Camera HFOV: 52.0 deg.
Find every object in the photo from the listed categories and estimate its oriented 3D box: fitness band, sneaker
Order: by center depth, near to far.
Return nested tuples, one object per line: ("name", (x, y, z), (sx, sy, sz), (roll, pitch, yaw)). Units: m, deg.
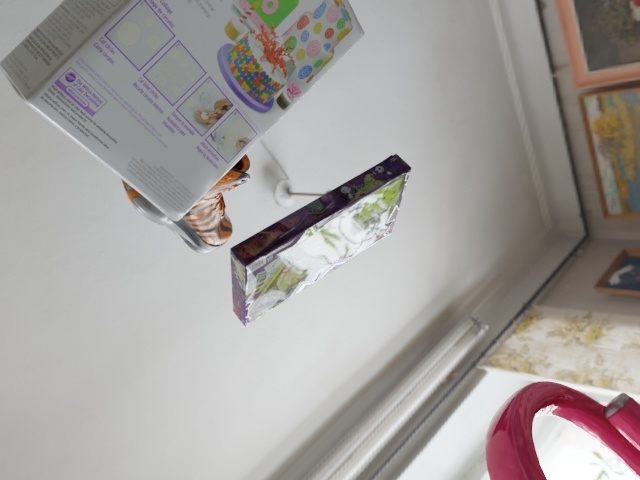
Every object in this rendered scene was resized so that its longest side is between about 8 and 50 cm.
("fitness band", (0.269, 0.239, 0.547), (0.209, 0.291, 0.054), (-21, -30, -47))
("sneaker", (-0.187, -0.081, 1.148), (0.124, 0.180, 0.321), (63, -172, 18))

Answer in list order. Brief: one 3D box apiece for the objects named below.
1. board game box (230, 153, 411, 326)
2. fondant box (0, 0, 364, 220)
("board game box", (0.000, 0.000, 1.138), (0.347, 0.056, 0.208), (-31, -30, -24))
("fondant box", (-0.133, -0.213, 0.723), (0.330, 0.096, 0.238), (-45, -38, -2))
